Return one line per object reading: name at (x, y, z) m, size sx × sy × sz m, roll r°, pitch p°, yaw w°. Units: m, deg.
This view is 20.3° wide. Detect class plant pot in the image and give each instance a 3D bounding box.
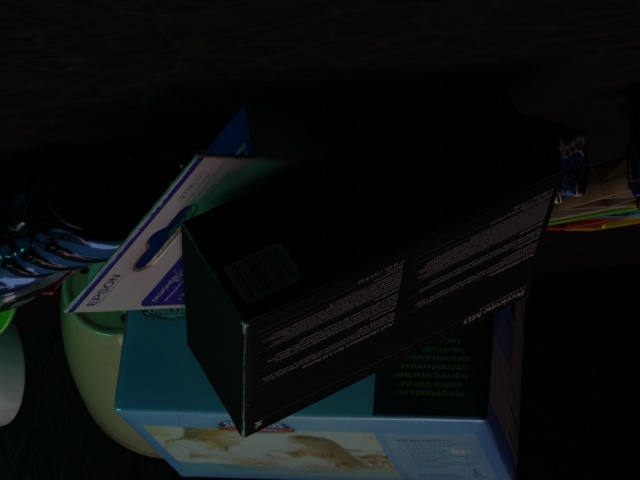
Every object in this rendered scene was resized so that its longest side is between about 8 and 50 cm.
plant pot at (-0.191, 0.091, 2.018) m, size 0.256 × 0.257 × 0.274 m, roll -7°, pitch 159°, yaw 8°

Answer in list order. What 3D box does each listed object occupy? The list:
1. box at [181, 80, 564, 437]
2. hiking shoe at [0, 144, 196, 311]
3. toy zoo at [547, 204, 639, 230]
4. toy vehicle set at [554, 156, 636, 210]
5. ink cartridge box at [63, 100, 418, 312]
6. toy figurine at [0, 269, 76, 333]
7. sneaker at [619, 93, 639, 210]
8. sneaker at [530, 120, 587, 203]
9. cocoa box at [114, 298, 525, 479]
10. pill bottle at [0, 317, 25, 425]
box at (0.034, 0.016, 1.322) m, size 0.261 × 0.103 × 0.184 m, roll -25°, pitch 151°, yaw -17°
hiking shoe at (-0.219, -0.023, 1.424) m, size 0.304 × 0.113 × 0.132 m, roll -15°, pitch 163°, yaw 5°
toy zoo at (0.385, -0.041, 2.302) m, size 0.192 × 0.030 × 0.293 m, roll -11°, pitch 173°, yaw 39°
toy vehicle set at (0.388, -0.073, 1.928) m, size 0.166 × 0.035 × 0.267 m, roll -4°, pitch 174°, yaw -23°
ink cartridge box at (-0.025, -0.022, 1.374) m, size 0.371 × 0.069 × 0.176 m, roll -3°, pitch 143°, yaw -51°
toy figurine at (-0.288, 0.008, 1.724) m, size 0.173 × 0.130 × 0.159 m, roll -37°, pitch 174°, yaw 28°
sneaker at (0.302, -0.068, 1.364) m, size 0.182 × 0.128 × 0.315 m, roll -12°, pitch 174°, yaw 30°
sneaker at (0.182, -0.064, 1.597) m, size 0.082 × 0.071 × 0.190 m, roll -3°, pitch 176°, yaw 20°
cocoa box at (0.011, 0.095, 1.692) m, size 0.347 × 0.228 × 0.231 m, roll 0°, pitch 157°, yaw 13°
pill bottle at (-0.598, 0.172, 2.276) m, size 0.407 × 0.229 × 0.229 m, roll -3°, pitch 174°, yaw -34°
